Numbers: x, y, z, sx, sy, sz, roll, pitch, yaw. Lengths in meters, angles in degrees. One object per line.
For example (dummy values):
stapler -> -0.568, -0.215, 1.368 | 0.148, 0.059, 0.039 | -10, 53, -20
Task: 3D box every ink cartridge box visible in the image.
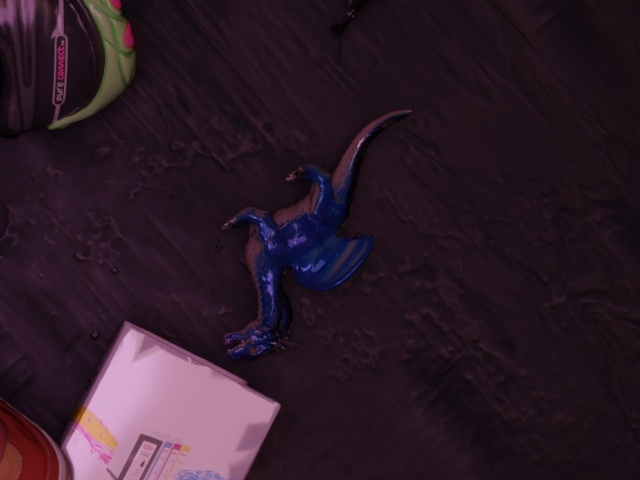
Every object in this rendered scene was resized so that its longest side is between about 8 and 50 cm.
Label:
ink cartridge box -> -0.168, 0.214, 1.637 | 0.168, 0.171, 0.233 | 28, 84, -6

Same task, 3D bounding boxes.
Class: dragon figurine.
dragon figurine -> 0.000, 0.000, 1.712 | 0.289, 0.085, 0.144 | -38, 94, -7

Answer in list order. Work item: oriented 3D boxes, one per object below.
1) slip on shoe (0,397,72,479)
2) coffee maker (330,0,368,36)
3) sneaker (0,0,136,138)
slip on shoe -> -0.365, 0.159, 1.573 | 0.331, 0.101, 0.123 | 26, 84, 36
coffee maker -> 0.004, -0.327, 1.708 | 0.178, 0.120, 0.171 | 36, 84, -5
sneaker -> -0.373, -0.303, 1.620 | 0.202, 0.185, 0.483 | -38, 93, -12
